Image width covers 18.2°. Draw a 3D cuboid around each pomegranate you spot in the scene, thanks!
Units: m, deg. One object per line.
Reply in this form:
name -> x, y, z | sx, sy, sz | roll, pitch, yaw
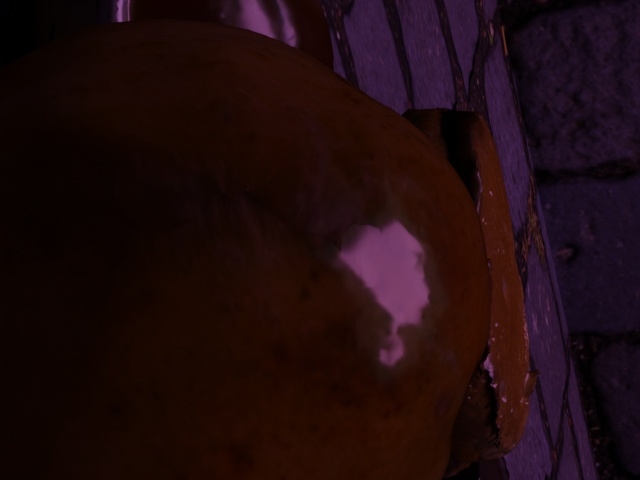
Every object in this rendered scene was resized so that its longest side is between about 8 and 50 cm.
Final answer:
pomegranate -> -0.062, 0.040, 0.926 | 0.307, 0.307, 0.307 | -9, 90, -76

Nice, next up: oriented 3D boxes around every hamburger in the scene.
hamburger -> 0.090, 0.040, 1.701 | 0.284, 0.174, 0.304 | 75, 5, -72

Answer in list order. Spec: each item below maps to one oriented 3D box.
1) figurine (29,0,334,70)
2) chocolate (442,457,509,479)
figurine -> -0.086, -0.116, 1.179 | 0.298, 0.243, 0.416 | -55, 156, -82
chocolate -> 0.135, 0.304, 1.898 | 0.112, 0.112, 0.321 | -82, 159, -45
